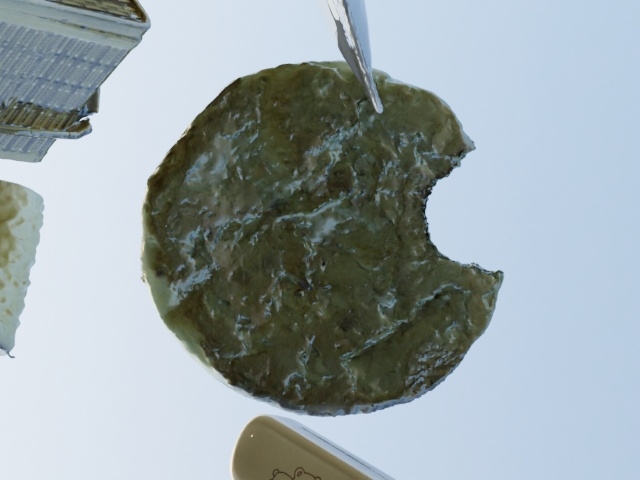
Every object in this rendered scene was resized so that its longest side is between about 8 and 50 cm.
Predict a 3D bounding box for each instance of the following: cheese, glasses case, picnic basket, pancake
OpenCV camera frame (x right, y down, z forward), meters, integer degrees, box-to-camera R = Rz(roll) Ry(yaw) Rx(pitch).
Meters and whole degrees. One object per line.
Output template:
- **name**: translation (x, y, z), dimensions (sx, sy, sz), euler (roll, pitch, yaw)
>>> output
- **cheese**: translation (-0.345, 0.027, 1.328), dimensions (0.123, 0.094, 0.167), euler (-5, -115, 32)
- **glasses case**: translation (-0.002, 0.225, 1.216), dimensions (0.196, 0.050, 0.083), euler (23, -84, 41)
- **picnic basket**: translation (-0.158, -0.115, 0.537), dimensions (0.079, 0.115, 0.164), euler (-46, -114, 22)
- **pancake**: translation (0.000, 0.000, 0.901), dimensions (0.253, 0.253, 0.037), euler (-53, -169, -1)

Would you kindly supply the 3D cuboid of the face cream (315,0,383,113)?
- **face cream**: translation (-0.010, -0.279, 0.875), dimensions (0.137, 0.234, 0.420), euler (-14, -146, 3)
